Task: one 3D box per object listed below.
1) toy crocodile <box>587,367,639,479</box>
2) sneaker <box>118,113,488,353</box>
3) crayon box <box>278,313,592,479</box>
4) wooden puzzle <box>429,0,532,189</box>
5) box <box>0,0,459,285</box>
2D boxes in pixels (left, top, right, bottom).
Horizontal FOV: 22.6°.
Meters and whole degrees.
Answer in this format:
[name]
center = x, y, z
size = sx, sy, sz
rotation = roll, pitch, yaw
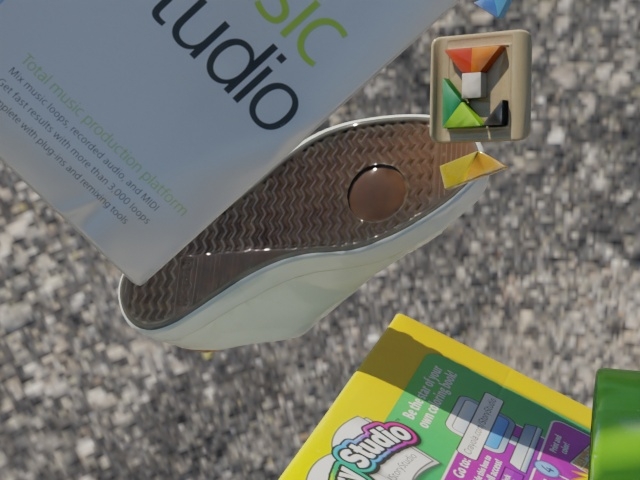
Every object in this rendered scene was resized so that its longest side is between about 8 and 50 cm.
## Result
[toy crocodile]
center = 0.176, 0.152, 0.720
size = 0.115, 0.340, 0.105
rotation = 3, 17, 10
[sneaker]
center = 0.000, 0.000, 1.183
size = 0.290, 0.123, 0.106
rotation = -24, 61, 17
[crayon box]
center = 0.128, 0.216, 1.075
size = 0.313, 0.106, 0.363
rotation = 26, 23, 8
[wooden puzzle]
center = 0.097, -0.093, 0.983
size = 0.078, 0.014, 0.116
rotation = -8, 84, 42
[box]
center = -0.043, -0.165, 0.683
size = 0.322, 0.232, 0.058
rotation = -42, 22, 8
